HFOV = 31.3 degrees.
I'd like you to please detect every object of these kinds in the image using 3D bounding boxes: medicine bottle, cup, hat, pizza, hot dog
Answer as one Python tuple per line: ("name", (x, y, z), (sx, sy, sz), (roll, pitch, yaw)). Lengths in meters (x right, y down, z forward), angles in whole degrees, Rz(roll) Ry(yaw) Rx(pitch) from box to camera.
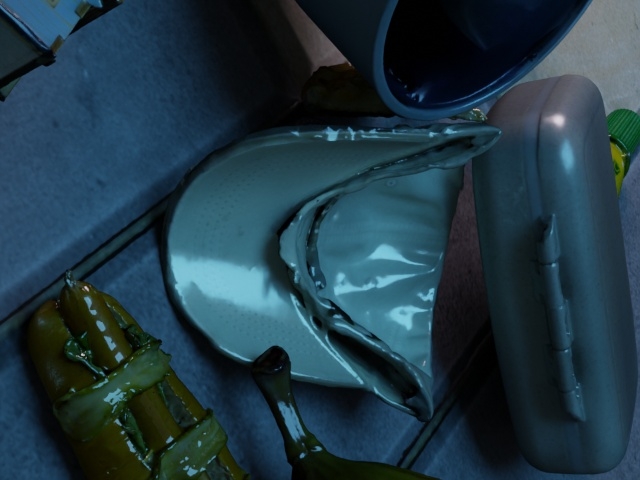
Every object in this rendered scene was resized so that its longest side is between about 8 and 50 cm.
("medicine bottle", (0.344, -0.087, 1.435), (0.309, 0.076, 0.111), (-43, 114, -48))
("cup", (0.060, -0.319, 0.951), (0.257, 0.331, 0.311), (-29, 60, -19))
("medicine bottle", (0.243, 0.032, 1.158), (0.282, 0.123, 0.375), (-46, 127, -61))
("hat", (0.006, 0.002, 0.981), (0.301, 0.168, 0.257), (7, 102, -24))
("pizza", (0.069, -0.139, 1.077), (0.185, 0.176, 0.036), (-21, 121, -50))
("hot dog", (-0.123, 0.140, 0.815), (0.269, 0.072, 0.109), (61, 38, -13))

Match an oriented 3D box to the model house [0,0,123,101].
("model house", (-0.248, -0.241, 0.739), (0.271, 0.178, 0.206), (42, 53, -27))

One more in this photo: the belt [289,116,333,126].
("belt", (0.041, -0.074, 1.103), (0.232, 0.053, 0.071), (-1, 68, -49))

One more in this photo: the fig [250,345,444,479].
("fig", (0.040, 0.223, 0.883), (0.217, 0.217, 0.321), (-14, 72, -50))
